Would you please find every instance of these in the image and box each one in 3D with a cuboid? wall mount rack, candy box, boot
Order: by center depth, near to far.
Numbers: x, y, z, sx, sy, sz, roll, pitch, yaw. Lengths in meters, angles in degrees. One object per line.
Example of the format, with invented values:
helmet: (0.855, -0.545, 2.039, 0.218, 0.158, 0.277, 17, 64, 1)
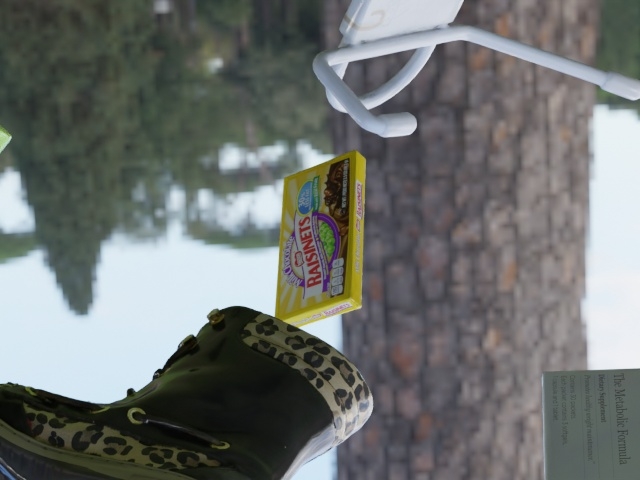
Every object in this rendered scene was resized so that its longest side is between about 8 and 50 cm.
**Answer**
wall mount rack: (0.158, -0.205, 1.396, 0.304, 0.350, 0.130, -16, -126, -40)
boot: (-0.167, 0.155, 1.553, 0.377, 0.138, 0.284, 11, -152, 30)
candy box: (0.000, 0.000, 2.059, 0.105, 0.206, 0.027, -22, 138, 30)

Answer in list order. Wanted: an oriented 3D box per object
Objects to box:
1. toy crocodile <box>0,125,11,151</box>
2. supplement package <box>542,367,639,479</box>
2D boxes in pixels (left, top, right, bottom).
toy crocodile: (-0.328, -0.068, 1.469, 0.105, 0.115, 0.340, 38, -179, -9)
supplement package: (0.280, 0.176, 1.267, 0.244, 0.134, 0.139, -3, -148, 7)
